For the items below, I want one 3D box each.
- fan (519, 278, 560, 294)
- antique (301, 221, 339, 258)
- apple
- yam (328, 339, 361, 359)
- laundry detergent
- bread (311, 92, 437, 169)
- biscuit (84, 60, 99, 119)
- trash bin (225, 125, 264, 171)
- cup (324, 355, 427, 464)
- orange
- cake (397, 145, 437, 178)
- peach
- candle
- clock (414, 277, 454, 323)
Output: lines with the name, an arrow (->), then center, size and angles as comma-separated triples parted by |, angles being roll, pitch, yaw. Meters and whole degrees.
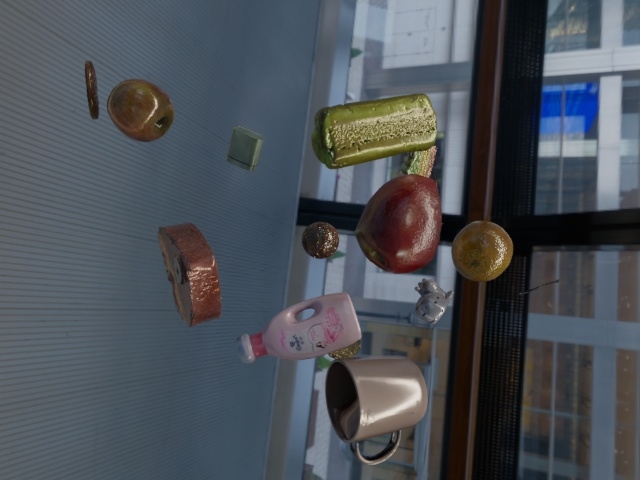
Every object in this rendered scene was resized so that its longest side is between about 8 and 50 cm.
fan -> 0.786, 0.157, 1.651 | 0.220, 0.132, 0.009 | 78, -11, -77
antique -> 0.000, 0.000, 1.226 | 0.104, 0.104, 0.104 | 3, 90, -69
apple -> -0.562, -0.408, 1.470 | 0.188, 0.174, 0.188 | -50, 177, -3
yam -> 0.066, 0.310, 1.648 | 0.238, 0.129, 0.128 | -110, 179, -61
laundry detergent -> -0.064, 0.253, 1.299 | 0.088, 0.335, 0.158 | 79, -5, -70
bread -> 0.149, -0.306, 1.307 | 0.384, 0.112, 0.166 | -15, 104, -21
biscuit -> -0.752, -0.496, 1.553 | 0.188, 0.027, 0.187 | 175, -90, -71
trash bin -> -0.273, -0.331, 1.698 | 0.059, 0.116, 0.129 | -58, 171, -57
cup -> 0.141, 0.411, 1.155 | 0.191, 0.201, 0.252 | 157, -69, -65
orange -> 0.590, 0.039, 1.724 | 0.236, 0.237, 0.236 | 3, 90, -69
cake -> 0.350, -0.256, 1.770 | 0.090, 0.110, 0.225 | -134, -126, -66
peach -> 0.274, -0.062, 1.517 | 0.338, 0.281, 0.281 | -48, 143, -21
candle -> -0.369, 0.082, 1.386 | 0.132, 0.287, 0.316 | -17, 81, -27
clock -> 0.355, 0.193, 1.538 | 0.176, 0.117, 0.080 | -41, 159, -51
